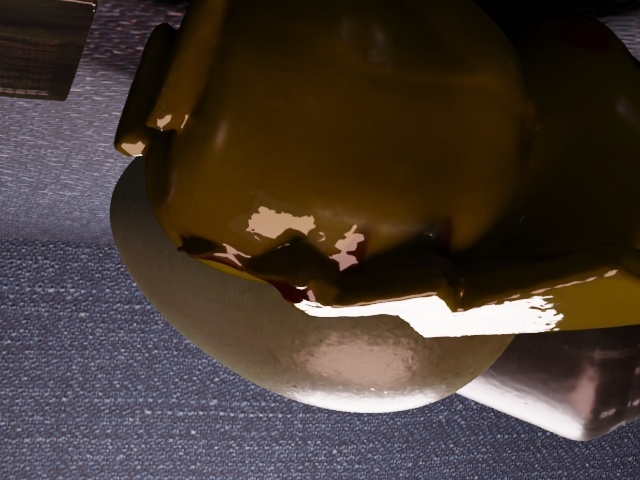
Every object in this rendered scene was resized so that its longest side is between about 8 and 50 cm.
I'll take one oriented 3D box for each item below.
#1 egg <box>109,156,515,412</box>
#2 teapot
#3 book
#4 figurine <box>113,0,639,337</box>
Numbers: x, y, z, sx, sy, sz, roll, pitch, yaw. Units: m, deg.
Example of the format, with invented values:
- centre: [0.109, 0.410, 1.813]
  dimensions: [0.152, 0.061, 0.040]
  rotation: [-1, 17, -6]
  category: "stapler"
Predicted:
- centre: [0.000, 0.000, 0.725]
  dimensions: [0.295, 0.218, 0.218]
  rotation: [15, 177, 6]
  category: "egg"
- centre: [0.122, 0.017, 0.948]
  dimensions: [0.344, 0.253, 0.300]
  rotation: [8, -151, 14]
  category: "teapot"
- centre: [-0.205, -0.112, 0.558]
  dimensions: [0.160, 0.024, 0.228]
  rotation: [4, 175, -17]
  category: "book"
- centre: [0.071, -0.036, 0.514]
  dimensions: [0.327, 0.169, 0.218]
  rotation: [4, 180, -18]
  category: "figurine"
